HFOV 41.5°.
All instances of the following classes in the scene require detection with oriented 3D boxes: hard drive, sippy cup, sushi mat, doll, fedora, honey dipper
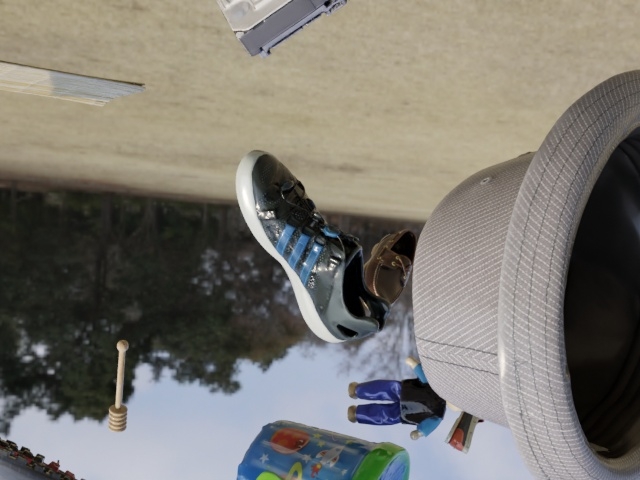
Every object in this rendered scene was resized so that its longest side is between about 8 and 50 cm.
[{"bbox_3d":[-0.060,-0.423,1.168,0.237,0.339,0.064,-32,143,8],"label":"hard drive"},{"bbox_3d":[-0.006,0.397,1.330,0.224,0.305,0.240,18,-131,25],"label":"sippy cup"},{"bbox_3d":[-0.453,-0.253,1.348,0.316,0.019,0.151,2,173,-43],"label":"sushi mat"},{"bbox_3d":[0.136,0.243,1.303,0.189,0.129,0.046,-4,161,22],"label":"doll"},{"bbox_3d":[0.151,0.024,0.521,0.124,0.243,0.275,4,-150,43],"label":"fedora"},{"bbox_3d":[-0.321,0.232,1.352,0.030,0.160,0.030,8,-161,-3],"label":"honey dipper"}]

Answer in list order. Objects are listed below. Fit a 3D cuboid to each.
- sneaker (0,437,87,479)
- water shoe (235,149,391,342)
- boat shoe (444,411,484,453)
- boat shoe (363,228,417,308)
[{"bbox_3d":[-0.221,0.286,0.790,0.299,0.112,0.121,30,165,-15],"label":"sneaker"},{"bbox_3d":[0.000,0.000,0.770,0.080,0.203,0.073,-13,-155,37],"label":"water shoe"},{"bbox_3d":[0.259,0.303,1.445,0.043,0.049,0.137,28,-127,15],"label":"boat shoe"},{"bbox_3d":[0.118,0.044,1.416,0.073,0.073,0.207,-31,-160,28],"label":"boat shoe"}]
